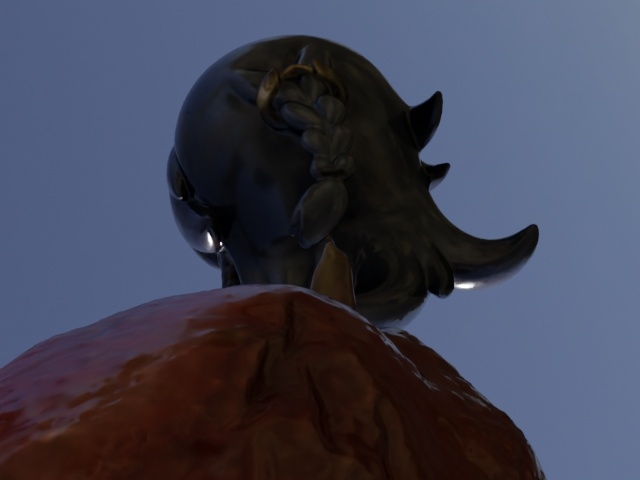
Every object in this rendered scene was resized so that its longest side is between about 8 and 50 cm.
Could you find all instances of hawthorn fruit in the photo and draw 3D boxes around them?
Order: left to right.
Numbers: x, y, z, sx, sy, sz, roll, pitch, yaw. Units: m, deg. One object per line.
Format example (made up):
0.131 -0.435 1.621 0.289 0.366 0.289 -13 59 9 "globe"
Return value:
-0.022 0.096 0.395 0.179 0.173 0.173 -30 -102 -29 "hawthorn fruit"

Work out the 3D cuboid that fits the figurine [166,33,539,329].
0.003 -0.011 1.067 0.175 0.197 0.265 -2 -147 -39 "figurine"
